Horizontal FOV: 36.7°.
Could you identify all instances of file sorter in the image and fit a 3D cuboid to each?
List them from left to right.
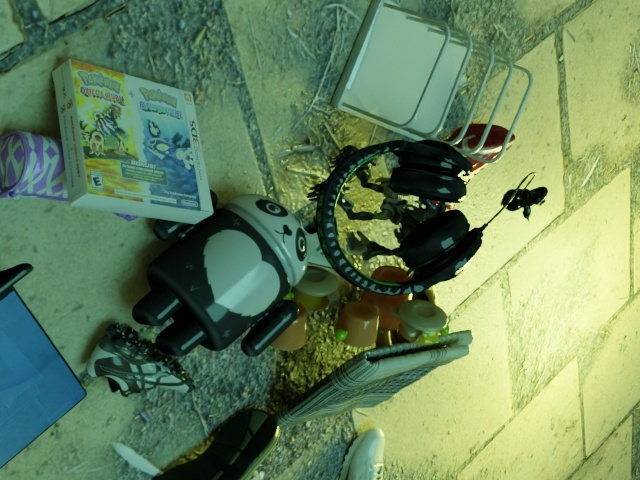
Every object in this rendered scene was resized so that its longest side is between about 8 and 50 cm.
[{"bbox_3d":[0.196,-0.257,1.609,0.278,0.173,0.192,13,102,-48],"label":"file sorter"}]

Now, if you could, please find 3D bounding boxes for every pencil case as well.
[{"bbox_3d":[-0.320,-0.082,1.242,0.206,0.086,0.088,9,71,-46],"label":"pencil case"}]

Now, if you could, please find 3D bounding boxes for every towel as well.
[{"bbox_3d":[0.098,0.265,1.772,0.324,0.056,0.312,-6,153,-45],"label":"towel"}]

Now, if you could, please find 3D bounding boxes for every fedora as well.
[{"bbox_3d":[0.148,0.144,1.863,0.194,0.079,0.194,-16,115,-39],"label":"fedora"}]

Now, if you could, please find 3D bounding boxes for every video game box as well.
[{"bbox_3d":[-0.240,-0.124,1.252,0.205,0.048,0.187,8,62,-48],"label":"video game box"}]

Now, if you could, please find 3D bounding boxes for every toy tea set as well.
[{"bbox_3d":[0.042,0.139,1.655,0.336,0.200,0.124,1,122,-18],"label":"toy tea set"}]

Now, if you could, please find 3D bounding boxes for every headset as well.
[{"bbox_3d":[0.181,-0.048,1.575,0.395,0.185,0.243,-9,94,-13],"label":"headset"}]

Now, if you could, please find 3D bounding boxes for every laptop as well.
[{"bbox_3d":[-0.467,0.240,1.178,0.382,0.408,0.236,-42,102,-22],"label":"laptop"}]

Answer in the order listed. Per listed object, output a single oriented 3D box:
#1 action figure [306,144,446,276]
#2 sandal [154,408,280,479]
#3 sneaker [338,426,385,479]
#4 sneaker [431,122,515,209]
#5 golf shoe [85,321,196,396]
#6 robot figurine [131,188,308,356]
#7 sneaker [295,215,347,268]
[{"bbox_3d":[0.113,-0.048,1.667,0.276,0.141,0.164,37,74,-29],"label":"action figure"},{"bbox_3d":[-0.183,0.417,1.660,0.303,0.120,0.086,-37,148,-26],"label":"sandal"},{"bbox_3d":[0.094,0.502,2.006,0.090,0.095,0.235,7,105,-46],"label":"sneaker"},{"bbox_3d":[0.270,-0.139,1.840,0.221,0.087,0.128,-18,134,-24],"label":"sneaker"},{"bbox_3d":[-0.276,0.200,1.475,0.094,0.077,0.198,-48,132,2],"label":"golf shoe"},{"bbox_3d":[-0.143,0.052,1.436,0.278,0.174,0.209,-41,143,-21],"label":"robot figurine"},{"bbox_3d":[0.000,0.000,1.644,0.161,0.057,0.075,12,108,-46],"label":"sneaker"}]
